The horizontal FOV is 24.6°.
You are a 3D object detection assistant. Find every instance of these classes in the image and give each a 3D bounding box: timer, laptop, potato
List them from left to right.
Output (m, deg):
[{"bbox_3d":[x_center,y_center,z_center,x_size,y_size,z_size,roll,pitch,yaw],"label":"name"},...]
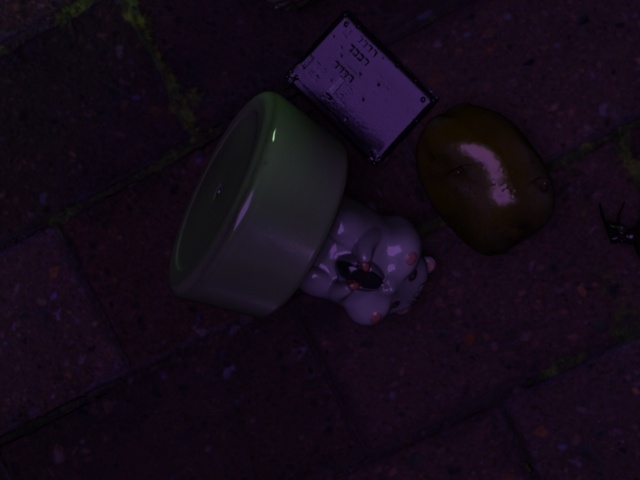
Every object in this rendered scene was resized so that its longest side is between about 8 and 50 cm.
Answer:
[{"bbox_3d":[0.000,0.000,1.915,0.315,0.291,0.291,26,100,-15],"label":"timer"},{"bbox_3d":[0.055,-0.206,1.984,0.180,0.016,0.129,44,102,4],"label":"laptop"},{"bbox_3d":[0.211,-0.082,1.900,0.154,0.137,0.200,-31,90,13],"label":"potato"}]

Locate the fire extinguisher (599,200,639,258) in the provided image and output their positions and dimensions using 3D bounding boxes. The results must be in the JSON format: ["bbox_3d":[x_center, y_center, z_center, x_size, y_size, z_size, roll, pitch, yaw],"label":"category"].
[{"bbox_3d":[0.494,-0.009,1.888,0.267,0.072,0.089,2,60,12],"label":"fire extinguisher"}]

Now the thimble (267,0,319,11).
[{"bbox_3d":[-0.037,-0.426,1.917,0.196,0.148,0.229,34,99,7],"label":"thimble"}]
